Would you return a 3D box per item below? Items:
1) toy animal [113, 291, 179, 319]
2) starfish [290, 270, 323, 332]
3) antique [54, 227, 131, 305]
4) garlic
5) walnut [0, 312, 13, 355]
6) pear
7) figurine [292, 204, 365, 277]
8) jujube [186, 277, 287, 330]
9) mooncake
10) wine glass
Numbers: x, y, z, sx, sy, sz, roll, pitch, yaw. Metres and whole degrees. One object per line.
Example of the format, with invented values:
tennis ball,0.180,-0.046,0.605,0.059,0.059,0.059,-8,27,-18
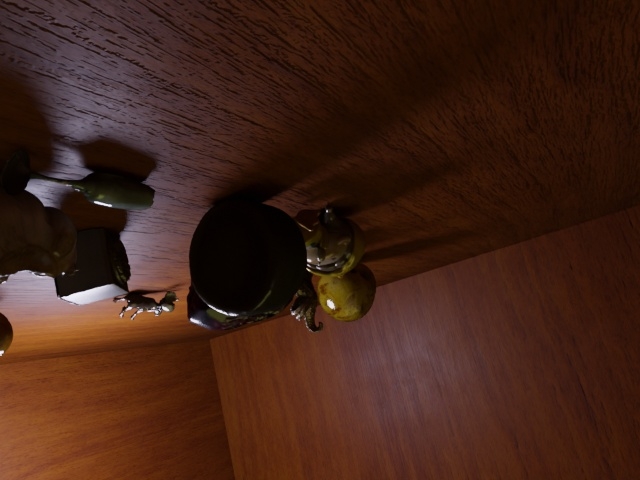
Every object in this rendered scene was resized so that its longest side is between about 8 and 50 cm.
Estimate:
toy animal,-0.673,0.252,1.884,0.186,0.093,0.214,-25,156,10
starfish,-0.045,0.208,1.947,0.113,0.302,0.312,1,159,14
antique,-0.541,0.063,1.152,0.148,0.146,0.152,-13,167,-11
garlic,-0.554,-0.016,0.798,0.203,0.184,0.281,8,-165,19
walnut,-1.091,0.301,1.479,0.298,0.202,0.203,-17,166,17
pear,0.122,0.231,2.219,0.281,0.280,0.280,-13,166,-3
figurine,0.000,0.000,1.385,0.215,0.186,0.344,-10,163,22
jujube,-0.286,0.176,1.685,0.377,0.258,0.258,-14,168,-26
mooncake,-0.172,0.042,1.166,0.285,0.284,0.156,-22,170,30
wine glass,-0.400,-0.093,0.842,0.074,0.073,0.262,-21,166,25
